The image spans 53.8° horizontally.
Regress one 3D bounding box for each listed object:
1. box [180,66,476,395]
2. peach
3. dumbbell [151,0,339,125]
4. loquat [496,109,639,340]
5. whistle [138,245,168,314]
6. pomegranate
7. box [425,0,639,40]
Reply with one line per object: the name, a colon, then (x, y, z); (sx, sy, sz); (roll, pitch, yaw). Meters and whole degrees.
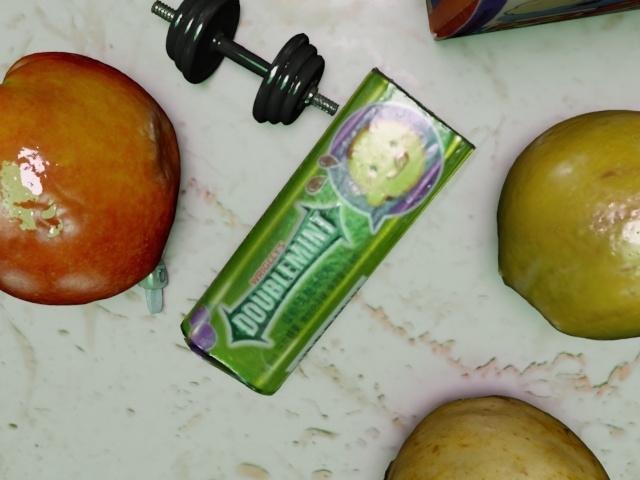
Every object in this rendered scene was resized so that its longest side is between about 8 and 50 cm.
box: (0.000, 0.000, 0.662); (0.134, 0.097, 0.345); (38, 103, -4)
peach: (-0.247, -0.055, 0.619); (0.244, 0.199, 0.243); (-3, 97, -24)
dumbbell: (-0.074, -0.180, 0.623); (0.209, 0.099, 0.099); (30, 103, 1)
loquat: (0.283, -0.030, 0.580); (0.213, 0.213, 0.246); (35, 109, -4)
whistle: (-0.191, 0.035, 0.717); (0.035, 0.035, 0.100); (0, 104, 4)
pomegranate: (0.175, 0.290, 0.645); (0.261, 0.260, 0.260); (1, 103, 4)
box: (0.249, -0.306, 0.461); (0.349, 0.318, 0.256); (-9, 101, 5)
